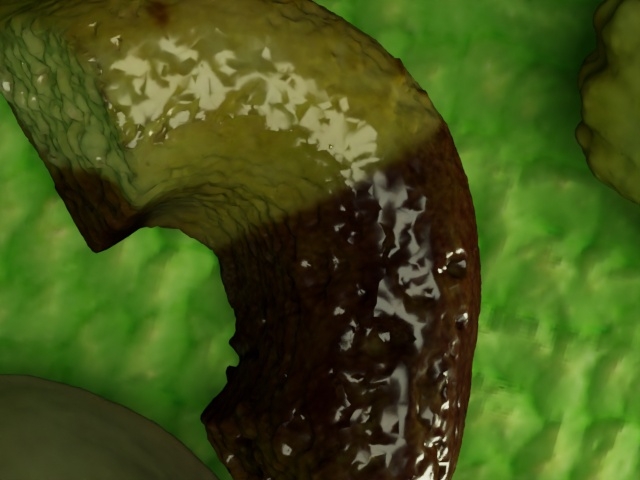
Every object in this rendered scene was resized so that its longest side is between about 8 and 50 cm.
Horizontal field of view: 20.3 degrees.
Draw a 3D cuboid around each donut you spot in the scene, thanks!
[{"bbox_3d":[0.000,0.000,0.695,0.151,0.112,0.295,-30,97,-12],"label":"donut"}]

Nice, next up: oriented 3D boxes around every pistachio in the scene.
[{"bbox_3d":[-0.099,0.116,0.711,0.113,0.113,0.149,-42,97,-2],"label":"pistachio"}]

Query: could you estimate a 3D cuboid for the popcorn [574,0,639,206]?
[{"bbox_3d":[0.192,-0.041,0.708,0.197,0.197,0.155,27,94,-14],"label":"popcorn"}]
